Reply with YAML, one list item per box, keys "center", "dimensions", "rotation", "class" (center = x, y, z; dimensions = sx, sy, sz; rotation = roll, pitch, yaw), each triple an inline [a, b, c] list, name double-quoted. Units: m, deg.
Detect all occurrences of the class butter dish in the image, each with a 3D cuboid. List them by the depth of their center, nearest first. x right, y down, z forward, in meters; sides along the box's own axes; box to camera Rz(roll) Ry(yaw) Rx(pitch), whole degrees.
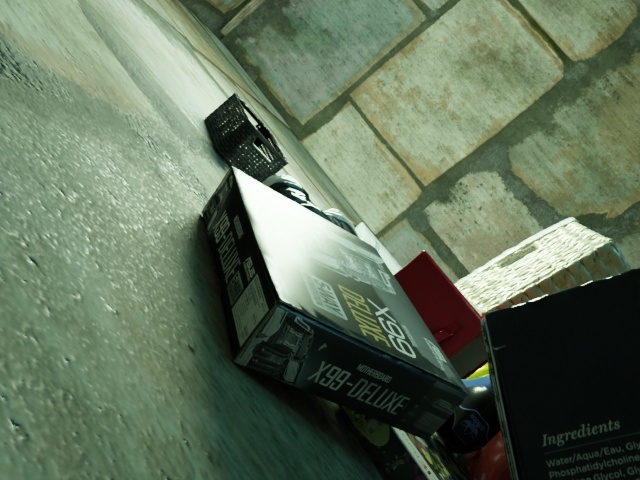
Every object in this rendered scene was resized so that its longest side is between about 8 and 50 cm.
- center: [0.289, 0.358, 1.097]
  dimensions: [0.118, 0.160, 0.160]
  rotation: [26, 12, -11]
  class: "butter dish"

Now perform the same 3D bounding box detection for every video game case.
- center: [0.122, 0.268, 0.822]
  dimensions: [0.210, 0.042, 0.232]
  rotation: [53, 7, 23]
  class: "video game case"

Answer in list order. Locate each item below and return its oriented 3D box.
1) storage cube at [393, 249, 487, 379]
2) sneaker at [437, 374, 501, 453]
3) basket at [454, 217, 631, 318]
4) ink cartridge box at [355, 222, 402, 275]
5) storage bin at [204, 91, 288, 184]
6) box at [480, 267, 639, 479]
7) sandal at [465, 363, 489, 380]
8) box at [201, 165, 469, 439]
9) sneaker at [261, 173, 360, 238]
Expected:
- center: [0.204, 0.165, 1.268]
  dimensions: [0.193, 0.183, 0.215]
  rotation: [55, 8, 31]
  class: "storage cube"
- center: [0.184, 0.241, 0.910]
  dimensions: [0.081, 0.090, 0.232]
  rotation: [51, -17, 14]
  class: "sneaker"
- center: [0.516, 0.180, 1.452]
  dimensions: [0.331, 0.328, 0.266]
  rotation: [58, 6, -8]
  class: "basket"
- center: [0.189, 0.124, 1.752]
  dimensions: [0.308, 0.091, 0.385]
  rotation: [49, 6, -10]
  class: "ink cartridge box"
- center: [-0.146, -0.194, 1.312]
  dimensions: [0.122, 0.084, 0.180]
  rotation: [46, 10, -35]
  class: "storage bin"
- center: [0.420, 0.337, 0.720]
  dimensions: [0.480, 0.297, 0.472]
  rotation: [43, 33, -45]
  class: "box"
- center: [0.381, 0.386, 1.590]
  dimensions: [0.317, 0.126, 0.138]
  rotation: [-116, -174, -59]
  class: "sandal"
- center: [0.001, 0.059, 0.755]
  dimensions: [0.242, 0.077, 0.307]
  rotation: [28, 17, -27]
  class: "box"
- center: [0.000, 0.000, 1.199]
  dimensions: [0.268, 0.101, 0.153]
  rotation: [37, 15, -40]
  class: "sneaker"
